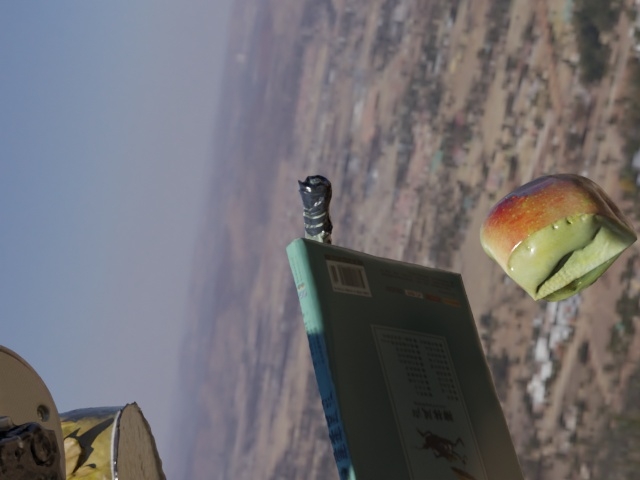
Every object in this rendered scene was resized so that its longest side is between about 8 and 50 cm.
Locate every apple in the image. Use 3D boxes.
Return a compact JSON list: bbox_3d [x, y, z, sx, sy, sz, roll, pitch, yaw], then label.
[{"bbox_3d":[0.344,-0.012,1.788,0.188,0.174,0.207,-43,-30,10],"label":"apple"}]

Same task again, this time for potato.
[{"bbox_3d":[-0.325,0.375,1.671,0.246,0.196,0.299,-53,-46,-77],"label":"potato"}]

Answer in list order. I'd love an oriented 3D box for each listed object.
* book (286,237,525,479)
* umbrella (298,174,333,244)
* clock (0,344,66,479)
[{"bbox_3d":[0.107,0.178,1.341,0.031,0.264,0.379,-42,48,39],"label":"book"},{"bbox_3d":[0.000,0.000,1.622,0.050,0.046,0.188,-35,-48,-40],"label":"umbrella"},{"bbox_3d":[-0.174,0.152,0.616,0.172,0.064,0.198,-11,-94,-65],"label":"clock"}]
